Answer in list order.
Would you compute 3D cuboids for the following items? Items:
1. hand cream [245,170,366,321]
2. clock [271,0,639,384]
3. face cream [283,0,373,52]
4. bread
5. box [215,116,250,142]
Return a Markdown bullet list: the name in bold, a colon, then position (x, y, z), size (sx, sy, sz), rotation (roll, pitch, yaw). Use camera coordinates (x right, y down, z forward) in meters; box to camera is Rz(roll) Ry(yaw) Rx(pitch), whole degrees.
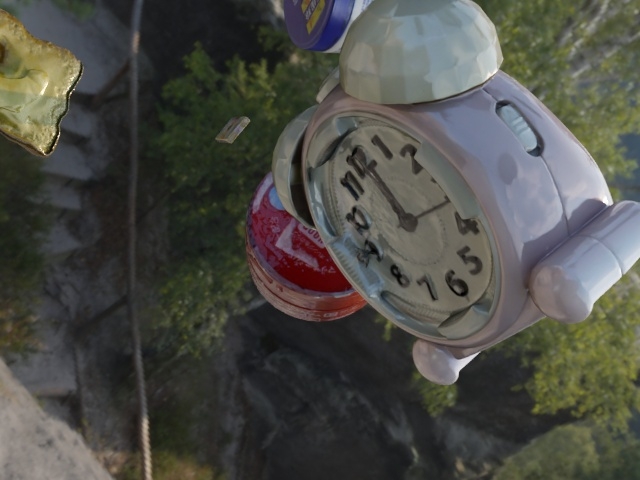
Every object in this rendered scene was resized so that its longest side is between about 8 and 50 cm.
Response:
- **hand cream**: position (0.000, 0.000, 1.229), size (0.149, 0.230, 0.230), rotation (104, -37, -67)
- **clock**: position (0.113, -0.049, 0.833), size (0.326, 0.342, 0.184), rotation (48, 54, 4)
- **face cream**: position (0.026, -0.421, 1.428), size (0.111, 0.206, 0.205), rotation (0, 54, -25)
- **bread**: position (-0.446, -0.224, 1.129), size (0.233, 0.088, 0.160), rotation (32, 60, -41)
- **box**: position (-0.135, -0.169, 1.288), size (0.012, 0.046, 0.083), rotation (41, -7, -19)
